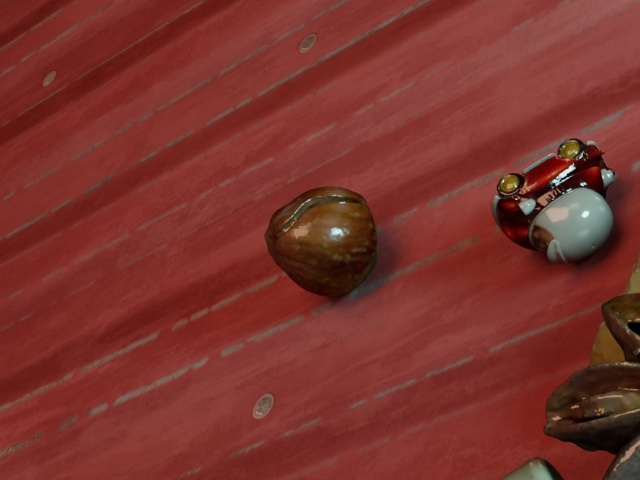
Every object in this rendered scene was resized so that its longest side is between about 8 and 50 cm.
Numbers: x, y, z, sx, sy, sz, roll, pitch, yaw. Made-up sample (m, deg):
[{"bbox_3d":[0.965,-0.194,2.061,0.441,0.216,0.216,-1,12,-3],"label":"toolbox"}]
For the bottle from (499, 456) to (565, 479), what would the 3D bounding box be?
[{"bbox_3d":[0.113,0.374,1.396,0.352,0.229,0.229,-37,35,7],"label":"bottle"}]

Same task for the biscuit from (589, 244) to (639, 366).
[{"bbox_3d":[0.456,0.026,1.434,0.429,0.104,0.446,-49,37,1],"label":"biscuit"}]

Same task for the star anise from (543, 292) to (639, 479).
[{"bbox_3d":[0.329,0.142,1.299,0.315,0.108,0.315,-10,56,16],"label":"star anise"}]

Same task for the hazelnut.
[{"bbox_3d":[0.000,0.000,1.971,0.143,0.143,0.154,-48,15,2],"label":"hazelnut"}]

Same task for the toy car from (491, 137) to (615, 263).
[{"bbox_3d":[0.270,-0.032,1.738,0.139,0.112,0.112,-37,49,2],"label":"toy car"}]
